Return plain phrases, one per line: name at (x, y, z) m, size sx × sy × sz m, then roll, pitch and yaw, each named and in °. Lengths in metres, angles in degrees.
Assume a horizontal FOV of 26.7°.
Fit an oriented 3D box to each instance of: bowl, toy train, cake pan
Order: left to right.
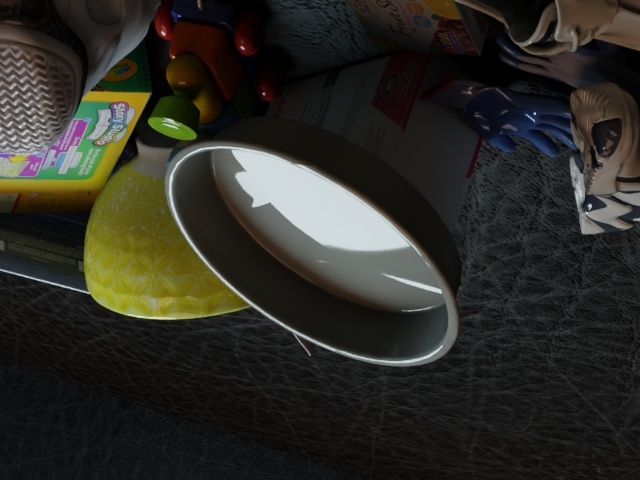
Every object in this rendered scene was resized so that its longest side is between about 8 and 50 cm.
toy train at (-0.121, -0.160, 1.253) m, size 0.105 × 0.143 × 0.248 m, roll 13°, pitch 160°, yaw 17°
bowl at (-0.129, -0.050, 1.465) m, size 0.289 × 0.289 × 0.156 m, roll 7°, pitch 120°, yaw 31°
cake pan at (0.000, 0.000, 1.185) m, size 0.293 × 0.054 × 0.293 m, roll 25°, pitch 151°, yaw 15°

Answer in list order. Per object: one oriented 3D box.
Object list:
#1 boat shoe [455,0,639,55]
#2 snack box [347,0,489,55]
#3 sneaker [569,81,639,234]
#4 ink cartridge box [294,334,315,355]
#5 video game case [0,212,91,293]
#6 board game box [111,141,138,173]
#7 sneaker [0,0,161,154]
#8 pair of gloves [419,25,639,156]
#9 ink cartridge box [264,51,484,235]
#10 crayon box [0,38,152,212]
boat shoe at (0.168, -0.180, 0.986) m, size 0.267 × 0.088 × 0.096 m, roll 22°, pitch 163°, yaw -26°
snack box at (0.071, -0.206, 1.107) m, size 0.100 × 0.037 × 0.141 m, roll 10°, pitch 159°, yaw 27°
sneaker at (0.293, -0.075, 1.136) m, size 0.153 × 0.094 × 0.235 m, roll -10°, pitch 154°, yaw 6°
ink cartridge box at (-0.020, 0.034, 1.616) m, size 0.062 × 0.181 × 0.104 m, roll 12°, pitch 159°, yaw 21°
video game case at (-0.340, -0.028, 1.605) m, size 0.196 × 0.026 × 0.274 m, roll 16°, pitch -158°, yaw -21°
board game box at (-0.343, -0.126, 1.617) m, size 0.145 × 0.027 × 0.281 m, roll 2°, pitch 169°, yaw 39°
sneaker at (-0.224, -0.269, 1.092) m, size 0.137 × 0.210 × 0.366 m, roll 13°, pitch 125°, yaw 17°
pair of gloves at (0.191, -0.129, 1.153) m, size 0.159 × 0.023 × 0.198 m, roll 18°, pitch 152°, yaw -26°
ink cartridge box at (0.033, -0.073, 1.295) m, size 0.100 × 0.172 × 0.237 m, roll 33°, pitch 156°, yaw -31°
crayon box at (-0.297, -0.124, 1.439) m, size 0.165 × 0.081 × 0.278 m, roll 0°, pitch 155°, yaw -24°
